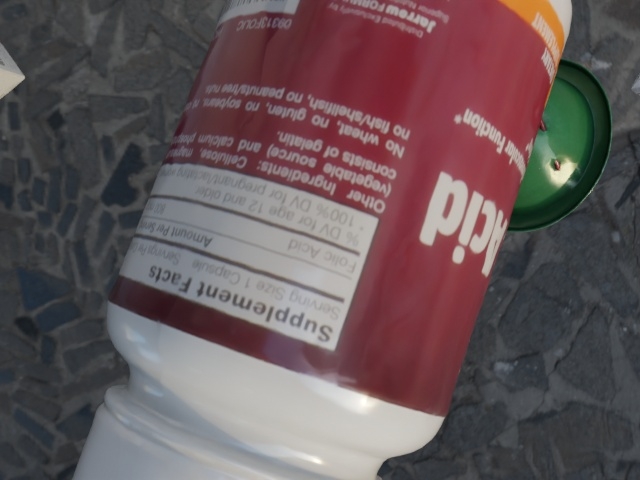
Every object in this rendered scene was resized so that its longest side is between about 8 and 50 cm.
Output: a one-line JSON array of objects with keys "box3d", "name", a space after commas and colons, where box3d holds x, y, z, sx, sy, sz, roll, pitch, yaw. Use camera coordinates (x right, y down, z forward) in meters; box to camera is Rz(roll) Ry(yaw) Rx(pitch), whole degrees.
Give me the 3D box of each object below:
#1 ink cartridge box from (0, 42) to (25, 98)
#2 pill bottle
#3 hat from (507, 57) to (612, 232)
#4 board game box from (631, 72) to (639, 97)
[{"box3d": [-0.523, -0.247, 0.986, 0.127, 0.176, 0.128, -35, 87, 6], "name": "ink cartridge box"}, {"box3d": [0.000, 0.000, 0.477, 0.224, 0.224, 0.392, 17, 83, 21], "name": "pill bottle"}, {"box3d": [0.153, -0.128, 0.666, 0.172, 0.183, 0.209, -4, 75, 38], "name": "hat"}, {"box3d": [0.599, -0.181, 0.982, 0.193, 0.305, 0.053, 35, 83, -18], "name": "board game box"}]
